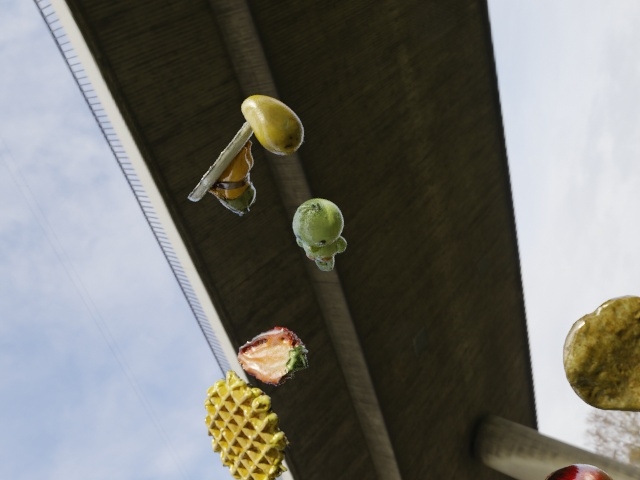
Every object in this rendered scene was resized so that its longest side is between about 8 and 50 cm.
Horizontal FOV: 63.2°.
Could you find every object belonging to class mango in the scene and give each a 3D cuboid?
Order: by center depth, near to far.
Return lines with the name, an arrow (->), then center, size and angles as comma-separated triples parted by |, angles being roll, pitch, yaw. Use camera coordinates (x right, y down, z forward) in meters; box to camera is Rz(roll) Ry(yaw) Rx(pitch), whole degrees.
mango -> -0.107, -0.261, 1.159 | 0.161, 0.076, 0.103 | 44, -105, 4

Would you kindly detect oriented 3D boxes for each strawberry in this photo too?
strawberry -> -0.108, 0.290, 1.303 | 0.192, 0.140, 0.085 | -40, -25, 20

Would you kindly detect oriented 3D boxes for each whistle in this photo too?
whistle -> -0.003, 0.006, 1.400 | 0.141, 0.141, 0.294 | -42, -37, -34

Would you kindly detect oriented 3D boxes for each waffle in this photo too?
waffle -> -0.200, 0.506, 1.348 | 0.062, 0.329, 0.329 | -15, -72, -49

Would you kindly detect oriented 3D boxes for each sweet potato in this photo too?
sweet potato -> 0.434, 0.165, 0.715 | 0.370, 0.158, 0.157 | 25, -101, -51

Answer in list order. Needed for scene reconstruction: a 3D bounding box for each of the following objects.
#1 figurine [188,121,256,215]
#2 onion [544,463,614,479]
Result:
figurine -> -0.193, -0.155, 1.257 | 0.141, 0.250, 0.166 | 38, -148, -13
onion -> 0.645, 0.686, 1.242 | 0.273, 0.285, 0.273 | 1, -91, -28
